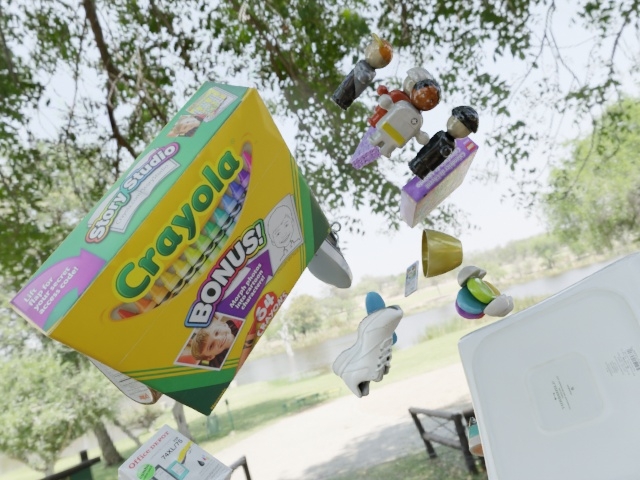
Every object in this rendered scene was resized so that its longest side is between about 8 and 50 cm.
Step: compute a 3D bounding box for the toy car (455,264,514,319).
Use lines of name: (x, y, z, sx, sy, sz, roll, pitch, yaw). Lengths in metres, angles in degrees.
toy car: (0.447, 0.165, 1.367, 0.136, 0.159, 0.182, -47, -28, 17)

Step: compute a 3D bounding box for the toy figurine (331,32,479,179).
toy figurine: (0.148, -0.233, 0.834, 0.148, 0.213, 0.209, -46, -35, 21)

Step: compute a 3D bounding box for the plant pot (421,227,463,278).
plant pot: (0.323, 0.033, 1.274, 0.095, 0.134, 0.134, -1, -8, 5)

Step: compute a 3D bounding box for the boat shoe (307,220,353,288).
boat shoe: (-0.004, 0.000, 1.176, 0.113, 0.105, 0.306, -10, -46, 40)

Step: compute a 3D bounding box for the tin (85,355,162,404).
tin: (-0.339, 0.205, 0.813, 0.106, 0.190, 0.040, -24, 20, 44)

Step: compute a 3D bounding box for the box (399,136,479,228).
box: (0.301, -0.144, 1.260, 0.201, 0.057, 0.293, -42, -14, -1)

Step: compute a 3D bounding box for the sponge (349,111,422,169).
sponge: (0.143, -0.234, 1.053, 0.031, 0.117, 0.210, 35, -18, -15)

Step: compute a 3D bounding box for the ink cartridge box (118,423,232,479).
ink cartridge box: (-0.443, 0.750, 1.461, 0.198, 0.270, 0.197, -40, -31, -52)

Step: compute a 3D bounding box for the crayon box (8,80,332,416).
crayon box: (-0.158, 0.023, 0.671, 0.106, 0.363, 0.313, 21, -23, 31)

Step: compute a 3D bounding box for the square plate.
square plate: (0.360, 0.221, 0.695, 0.049, 0.347, 0.344, 29, -50, -29)

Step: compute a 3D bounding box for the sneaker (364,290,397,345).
sneaker: (0.234, 0.319, 1.951, 0.087, 0.229, 0.092, -18, -8, -11)

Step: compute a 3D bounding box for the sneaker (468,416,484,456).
sneaker: (0.554, 0.516, 1.384, 0.302, 0.121, 0.108, -35, -62, 30)

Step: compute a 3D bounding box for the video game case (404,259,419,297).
video game case: (0.341, 0.143, 1.792, 0.011, 0.122, 0.087, 16, -29, -12)

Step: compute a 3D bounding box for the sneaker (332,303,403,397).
sneaker: (0.147, 0.291, 1.265, 0.111, 0.129, 0.297, -2, -50, -39)
